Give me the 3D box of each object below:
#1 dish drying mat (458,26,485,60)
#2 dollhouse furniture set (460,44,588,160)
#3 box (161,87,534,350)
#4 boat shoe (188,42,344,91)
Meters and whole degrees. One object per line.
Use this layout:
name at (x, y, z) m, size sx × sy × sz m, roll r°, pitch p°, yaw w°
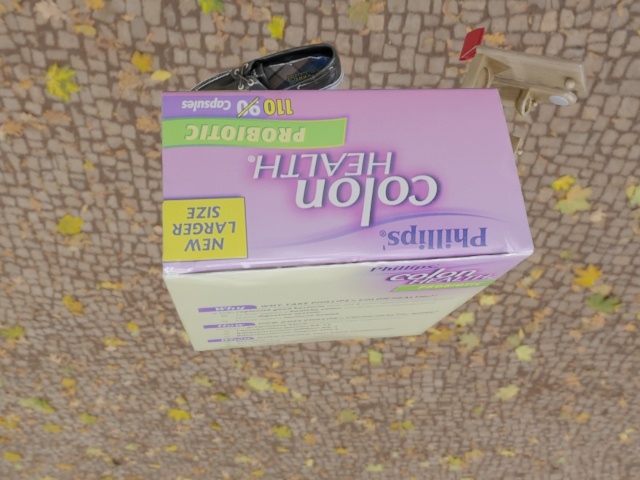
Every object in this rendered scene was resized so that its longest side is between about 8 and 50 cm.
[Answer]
dish drying mat at (0.239, -0.310, 0.955) m, size 0.032 × 0.083 × 0.008 m, roll -12°, pitch 130°, yaw 35°
dollhouse furniture set at (0.236, -0.124, 0.735) m, size 0.123 × 0.151 × 0.144 m, roll 22°, pitch 177°, yaw 32°
box at (0.000, 0.000, 0.463) m, size 0.213 × 0.117 × 0.243 m, roll -3°, pitch 161°, yaw -8°
boat shoe at (-0.050, -0.134, 0.511) m, size 0.142 × 0.049 × 0.040 m, roll -16°, pitch 163°, yaw -2°
